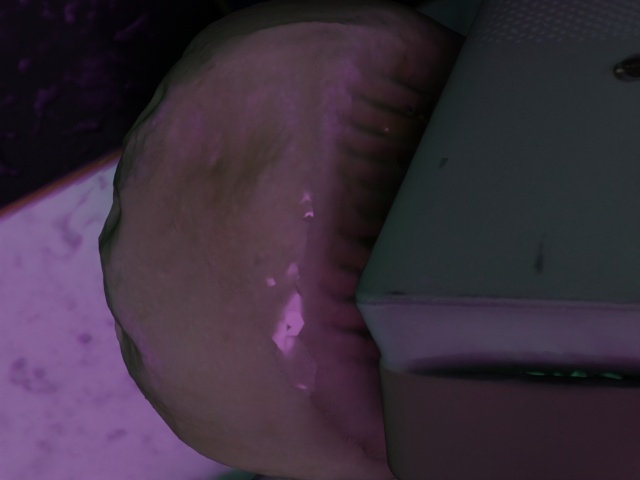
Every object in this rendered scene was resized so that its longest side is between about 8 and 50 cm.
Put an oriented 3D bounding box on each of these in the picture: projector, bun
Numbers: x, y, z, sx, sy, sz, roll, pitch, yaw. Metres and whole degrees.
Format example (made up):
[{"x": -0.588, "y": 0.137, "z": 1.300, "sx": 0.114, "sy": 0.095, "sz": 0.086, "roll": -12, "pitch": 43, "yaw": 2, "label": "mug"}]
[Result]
[{"x": 0.124, "y": 0.013, "z": 0.647, "sx": 0.163, "sy": 0.242, "sz": 0.177, "roll": 0, "pitch": 136, "yaw": 29, "label": "projector"}, {"x": 0.000, "y": 0.000, "z": 0.717, "sx": 0.193, "sy": 0.128, "sz": 0.178, "roll": 5, "pitch": 88, "yaw": -54, "label": "bun"}]

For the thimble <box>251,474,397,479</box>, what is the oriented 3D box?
[{"x": 0.017, "y": 0.211, "z": 0.852, "sx": 0.219, "sy": 0.150, "sz": 0.219, "roll": -4, "pitch": 123, "yaw": -6, "label": "thimble"}]
